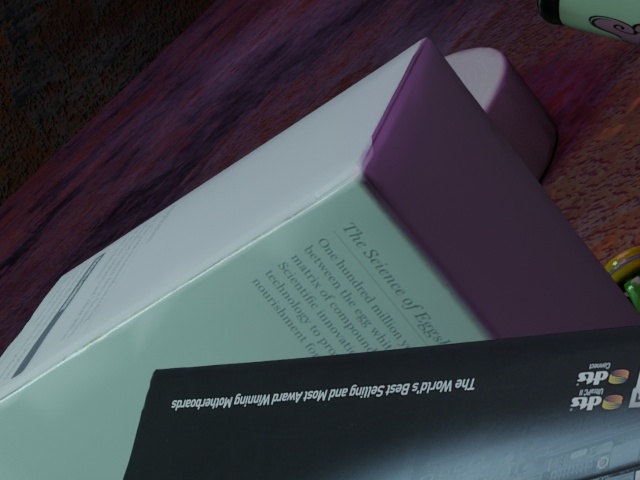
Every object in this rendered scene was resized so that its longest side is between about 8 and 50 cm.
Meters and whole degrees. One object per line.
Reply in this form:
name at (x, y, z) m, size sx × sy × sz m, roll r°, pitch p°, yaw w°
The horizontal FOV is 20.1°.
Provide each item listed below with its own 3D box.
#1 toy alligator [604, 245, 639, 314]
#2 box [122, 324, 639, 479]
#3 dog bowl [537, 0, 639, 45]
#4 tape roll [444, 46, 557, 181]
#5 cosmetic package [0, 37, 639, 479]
toy alligator at (0.172, 0.031, 0.882) m, size 0.190 × 0.056 × 0.051 m, roll -34°, pitch -26°, yaw 20°
box at (0.043, 0.149, 0.496) m, size 0.307 × 0.076 × 0.242 m, roll -8°, pitch 56°, yaw 44°
dog bowl at (0.287, -0.270, 1.015) m, size 0.408 × 0.150 × 0.408 m, roll -56°, pitch -11°, yaw -16°
tape roll at (0.000, 0.000, 1.364) m, size 0.392 × 0.072 × 0.392 m, roll -35°, pitch 15°, yaw 11°
cosmetic package at (0.014, 0.078, 0.763) m, size 0.225 × 0.224 × 0.138 m, roll -31°, pitch 16°, yaw 29°
